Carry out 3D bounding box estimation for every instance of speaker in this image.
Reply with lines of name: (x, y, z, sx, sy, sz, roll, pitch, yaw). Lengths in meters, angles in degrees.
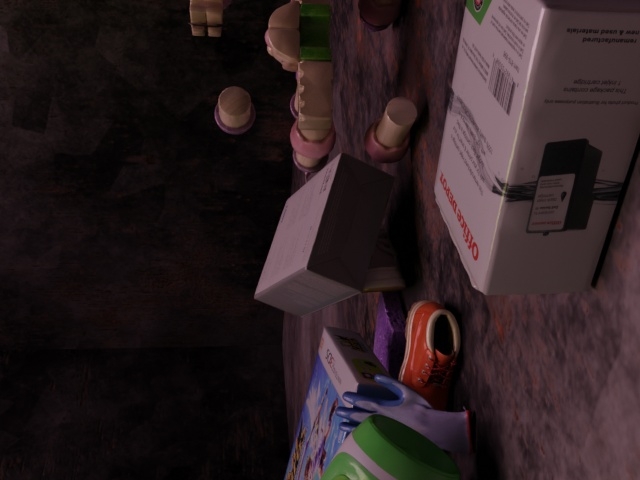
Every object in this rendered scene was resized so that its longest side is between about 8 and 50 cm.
speaker: (0.021, 0.330, 0.801, 0.296, 0.131, 0.131, -60, 10, 5)

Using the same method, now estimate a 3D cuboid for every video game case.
video game case: (0.016, 0.274, 1.033, 0.244, 0.061, 0.270, -133, 57, -78)

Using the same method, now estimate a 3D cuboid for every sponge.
sponge: (0.104, 0.191, 1.210, 0.117, 0.031, 0.210, -101, 13, -62)

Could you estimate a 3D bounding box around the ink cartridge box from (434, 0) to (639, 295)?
ink cartridge box: (0.150, -0.086, 0.562, 0.153, 0.087, 0.208, -100, 13, -55)

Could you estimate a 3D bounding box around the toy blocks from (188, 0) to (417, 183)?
toy blocks: (-0.030, -0.246, 1.158, 0.260, 0.309, 0.289, 112, 157, -76)

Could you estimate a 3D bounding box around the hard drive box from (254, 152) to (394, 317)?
hard drive box: (0.000, 0.000, 1.162, 0.232, 0.089, 0.181, -30, 39, 65)

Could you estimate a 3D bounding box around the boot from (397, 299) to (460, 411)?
boot: (0.128, 0.149, 0.910, 0.084, 0.059, 0.158, 179, 92, -78)

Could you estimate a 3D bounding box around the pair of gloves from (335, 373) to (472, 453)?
pair of gloves: (0.089, 0.246, 0.866, 0.023, 0.159, 0.198, -13, -76, -68)

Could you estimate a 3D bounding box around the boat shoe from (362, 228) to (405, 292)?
boat shoe: (0.069, 0.023, 1.218, 0.277, 0.098, 0.096, -133, 43, -82)
